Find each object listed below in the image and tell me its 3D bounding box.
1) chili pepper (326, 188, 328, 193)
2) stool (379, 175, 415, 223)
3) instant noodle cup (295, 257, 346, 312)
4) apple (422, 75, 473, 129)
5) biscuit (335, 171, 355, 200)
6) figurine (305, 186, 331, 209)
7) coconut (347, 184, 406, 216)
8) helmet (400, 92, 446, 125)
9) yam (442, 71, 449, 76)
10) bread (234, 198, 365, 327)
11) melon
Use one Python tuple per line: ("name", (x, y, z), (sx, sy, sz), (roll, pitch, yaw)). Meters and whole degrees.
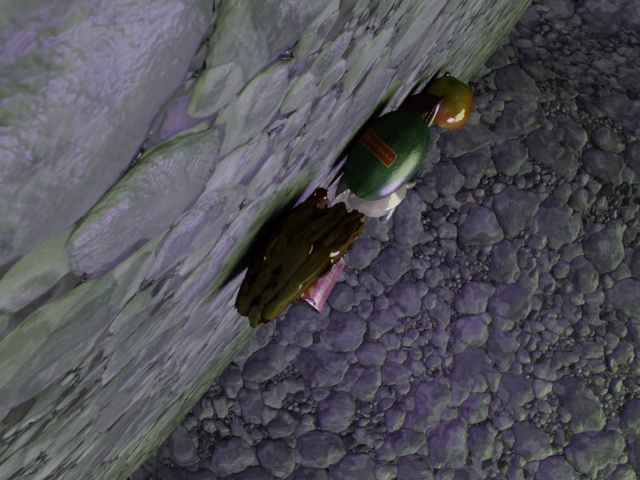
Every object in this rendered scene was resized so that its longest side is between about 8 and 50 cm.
("chili pepper", (-0.003, -0.121, 1.573), (0.083, 0.017, 0.030), (-52, 176, -21))
("stool", (0.241, -0.211, 2.084), (0.199, 0.195, 0.195), (-53, -172, 27))
("instant noodle cup", (-0.038, 0.134, 2.120), (0.231, 0.243, 0.243), (-56, 177, -11))
("apple", (0.457, -0.500, 1.920), (0.196, 0.196, 0.196), (-50, 176, -5))
("biscuit", (0.139, -0.215, 1.579), (0.265, 0.040, 0.188), (-47, -150, 7))
("figurine", (-0.006, -0.092, 1.453), (0.083, 0.067, 0.071), (-32, 149, -20))
("coconut", (0.196, -0.190, 1.861), (0.202, 0.202, 0.222), (-49, 179, -18))
("helmet", (0.315, -0.415, 1.695), (0.155, 0.106, 0.175), (-49, 174, -44))
("yam", (0.465, -0.600, 2.183), (0.234, 0.027, 0.029), (125, -23, -47))
("bread", (-0.064, 0.035, 1.293), (0.324, 0.167, 0.277), (-42, -179, 33))
("melon", (0.183, -0.233, 1.409), (0.288, 0.182, 0.182), (-48, 176, 6))
